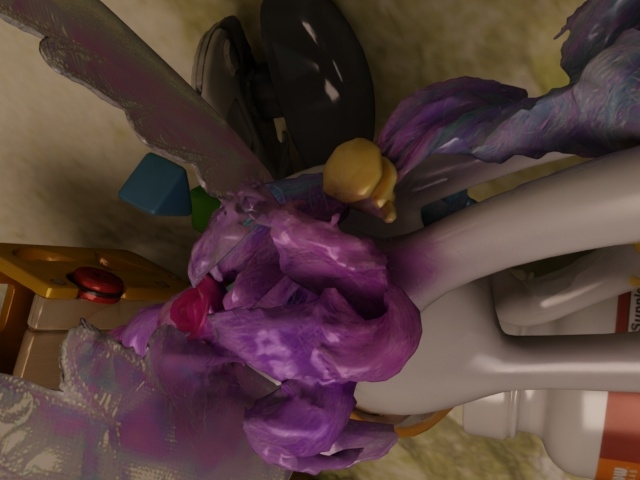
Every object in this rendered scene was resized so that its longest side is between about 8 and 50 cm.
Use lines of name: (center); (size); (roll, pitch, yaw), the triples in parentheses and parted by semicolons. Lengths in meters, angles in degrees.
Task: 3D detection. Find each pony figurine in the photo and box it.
pony figurine: (0.005, 0.018, 0.485); (0.363, 0.303, 0.351); (-17, 149, 21)

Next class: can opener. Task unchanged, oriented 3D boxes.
can opener: (0.000, 0.000, 0.674); (0.093, 0.074, 0.280); (-4, 130, 19)

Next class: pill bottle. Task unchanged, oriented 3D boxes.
pill bottle: (0.187, 0.071, 0.648); (0.216, 0.121, 0.121); (6, 133, 12)

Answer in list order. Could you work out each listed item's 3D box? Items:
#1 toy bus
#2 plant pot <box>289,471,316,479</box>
toy bus: (-0.125, 0.052, 0.719); (0.104, 0.191, 0.202); (26, 147, 36)
plant pot: (-0.125, 0.208, 0.820); (0.254, 0.237, 0.237); (10, 135, -9)
